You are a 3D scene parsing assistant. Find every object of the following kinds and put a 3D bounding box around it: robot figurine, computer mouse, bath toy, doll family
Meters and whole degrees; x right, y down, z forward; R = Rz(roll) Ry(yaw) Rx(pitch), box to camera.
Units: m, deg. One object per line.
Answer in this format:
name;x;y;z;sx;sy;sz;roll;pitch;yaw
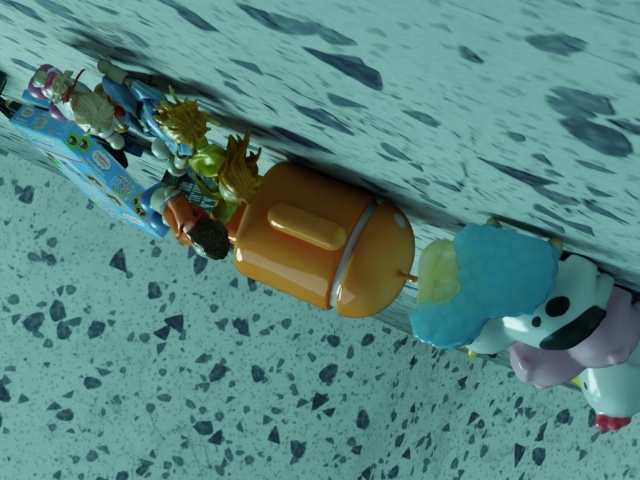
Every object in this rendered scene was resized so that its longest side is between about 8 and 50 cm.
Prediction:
robot figurine;0.001;0.000;1.175;0.219;0.128;0.158;23;138;12
computer mouse;-0.387;-0.167;1.749;0.242;0.041;0.071;27;-167;13
bath toy;0.225;0.091;1.108;0.151;0.129;0.348;18;174;44
doll family;-0.139;-0.093;1.068;0.263;0.118;0.163;49;168;-34

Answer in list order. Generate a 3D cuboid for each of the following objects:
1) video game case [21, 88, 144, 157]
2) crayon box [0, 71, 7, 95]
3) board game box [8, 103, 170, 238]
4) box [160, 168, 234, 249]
video game case;-0.325;-0.160;1.613;0.119;0.015;0.166;21;175;15
crayon box;-0.545;-0.220;1.604;0.202;0.081;0.318;24;176;-17
board game box;-0.310;-0.094;1.595;0.160;0.039;0.211;20;157;49
box;-0.130;-0.038;1.643;0.147;0.078;0.180;27;173;-35
